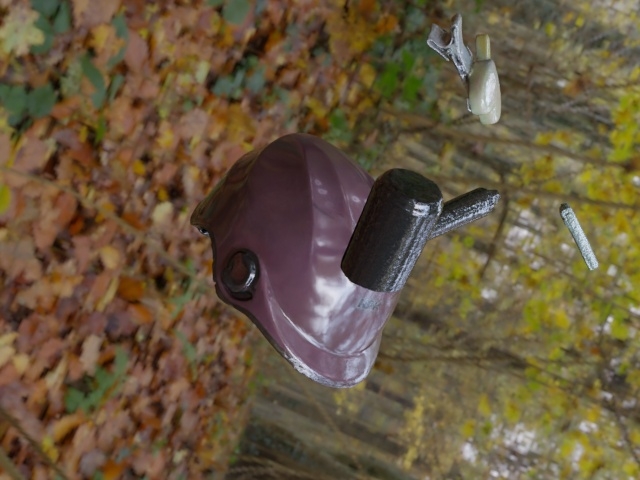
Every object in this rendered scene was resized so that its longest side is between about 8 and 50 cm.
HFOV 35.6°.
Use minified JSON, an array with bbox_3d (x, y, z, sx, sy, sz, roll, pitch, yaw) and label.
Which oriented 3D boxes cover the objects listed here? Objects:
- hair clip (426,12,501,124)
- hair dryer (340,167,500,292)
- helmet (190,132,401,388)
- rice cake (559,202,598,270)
[{"bbox_3d":[0.274,-0.308,1.793,0.071,0.218,0.159,-11,-143,34],"label":"hair clip"},{"bbox_3d":[0.129,-0.030,1.028,0.248,0.070,0.114,-20,141,-45],"label":"hair dryer"},{"bbox_3d":[0.000,0.000,1.280,0.197,0.271,0.338,-50,-131,21],"label":"helmet"},{"bbox_3d":[0.396,-0.005,1.527,0.021,0.121,0.022,-26,-155,13],"label":"rice cake"}]
